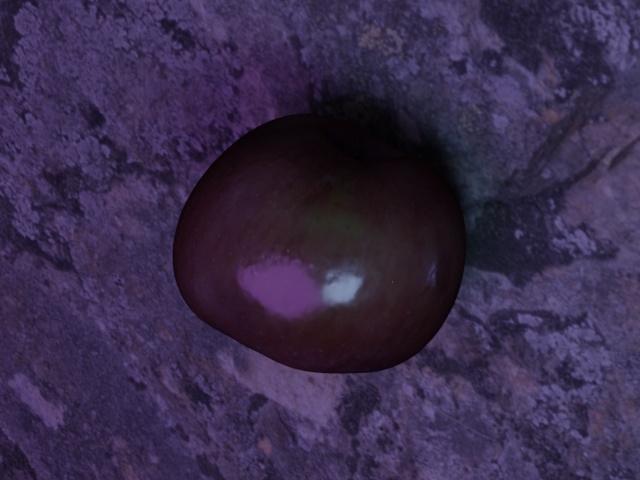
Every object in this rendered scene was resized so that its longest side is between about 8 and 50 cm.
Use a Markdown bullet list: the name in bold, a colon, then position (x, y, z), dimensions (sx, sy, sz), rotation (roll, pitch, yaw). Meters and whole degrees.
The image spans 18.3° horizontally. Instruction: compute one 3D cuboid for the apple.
- **apple**: position (0.000, 0.000, 2.049), dimensions (0.305, 0.306, 0.235), rotation (27, 111, 25)
